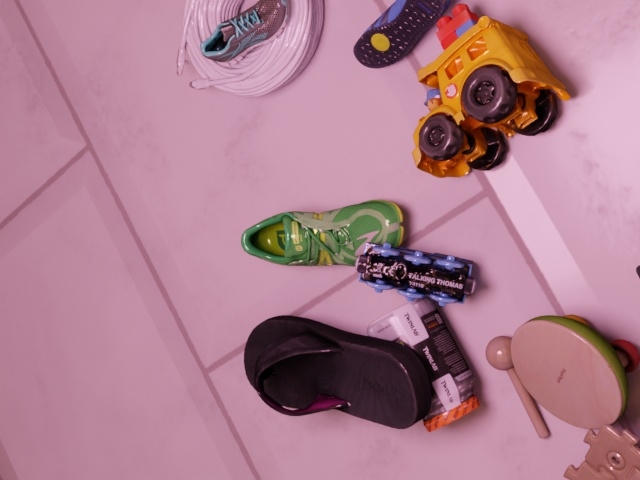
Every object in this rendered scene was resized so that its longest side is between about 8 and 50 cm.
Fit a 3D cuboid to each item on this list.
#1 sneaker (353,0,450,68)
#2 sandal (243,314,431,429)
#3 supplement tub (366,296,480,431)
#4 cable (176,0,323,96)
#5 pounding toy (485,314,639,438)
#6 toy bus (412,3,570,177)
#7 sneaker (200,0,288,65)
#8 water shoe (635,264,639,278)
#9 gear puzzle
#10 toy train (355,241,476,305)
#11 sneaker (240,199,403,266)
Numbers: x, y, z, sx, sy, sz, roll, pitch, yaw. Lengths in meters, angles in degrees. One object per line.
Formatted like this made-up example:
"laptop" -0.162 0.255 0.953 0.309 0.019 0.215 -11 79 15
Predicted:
"sneaker" 0.132 -0.340 1.506 0.069 0.082 0.209 40 138 -11
"sandal" -0.014 0.214 1.570 0.446 0.107 0.167 -3 105 53
"supplement tub" 0.162 0.192 1.521 0.117 0.117 0.190 -34 78 31
"cable" -0.114 -0.368 1.633 0.257 0.089 0.257 13 103 29
"pounding toy" 0.366 0.173 1.417 0.183 0.110 0.237 54 150 2
"toy bus" 0.214 -0.226 1.426 0.220 0.149 0.211 -39 63 32
"sneaker" -0.123 -0.329 1.545 0.166 0.076 0.065 -35 79 29
"water shoe" 0.493 -0.018 1.312 0.080 0.073 0.203 34 112 26
"gear puzzle" 0.435 0.338 1.354 0.175 0.044 0.338 40 134 30
"toy train" 0.146 0.050 1.493 0.184 0.105 0.080 11 96 9
"sneaker" 0.000 0.000 1.591 0.296 0.123 0.109 -8 92 32
